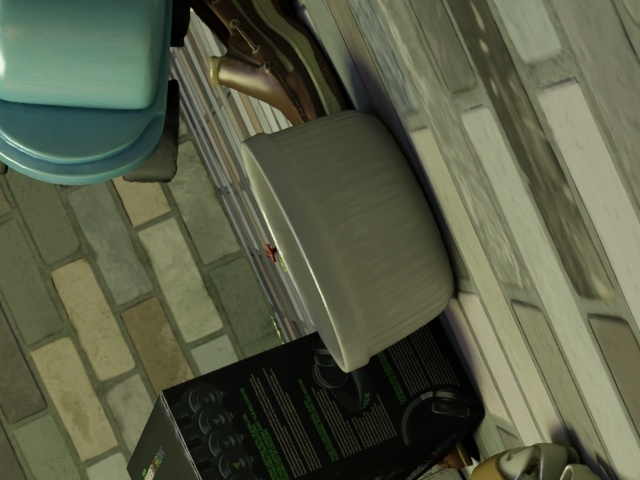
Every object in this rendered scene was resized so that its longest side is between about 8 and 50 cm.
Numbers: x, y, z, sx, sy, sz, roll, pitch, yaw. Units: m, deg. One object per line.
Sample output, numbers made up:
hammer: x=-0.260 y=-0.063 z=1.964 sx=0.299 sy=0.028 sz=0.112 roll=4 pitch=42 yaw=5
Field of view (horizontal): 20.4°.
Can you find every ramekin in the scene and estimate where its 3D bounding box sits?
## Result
ramekin: x=0.025 y=-0.008 z=1.444 sx=0.207 sy=0.109 sz=0.207 roll=155 pitch=90 yaw=-84

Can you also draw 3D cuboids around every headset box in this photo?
headset box: x=-0.031 y=0.187 z=1.631 sx=0.131 sy=0.283 sz=0.246 roll=64 pitch=158 yaw=15

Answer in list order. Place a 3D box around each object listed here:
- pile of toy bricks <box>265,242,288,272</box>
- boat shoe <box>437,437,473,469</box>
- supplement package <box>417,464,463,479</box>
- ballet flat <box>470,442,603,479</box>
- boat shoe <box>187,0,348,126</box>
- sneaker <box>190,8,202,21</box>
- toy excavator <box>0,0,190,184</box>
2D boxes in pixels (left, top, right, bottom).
pile of toy bricks: x=0.000 y=0.000 z=1.713 sx=0.212 sy=0.105 sz=0.118 roll=72 pitch=171 yaw=-47
boat shoe: x=0.108 y=0.199 z=1.782 sx=0.178 sy=0.060 sz=0.064 roll=-144 pitch=30 yaw=-78
supplement package: x=0.028 y=0.319 z=1.989 sx=0.204 sy=0.262 sz=0.145 roll=75 pitch=169 yaw=-58
ballet flat: x=0.167 y=0.178 z=1.214 sx=0.232 sy=0.080 sz=0.073 roll=-134 pitch=48 yaw=-66
boat shoe: x=-0.053 y=-0.157 z=1.597 sx=0.095 sy=0.095 sz=0.257 roll=74 pitch=170 yaw=-55
sneaker: x=-0.101 y=-0.253 z=1.894 sx=0.076 sy=0.065 sz=0.166 roll=49 pitch=177 yaw=1
toy excavator: x=-0.213 y=-0.281 z=1.609 sx=0.445 sy=0.222 sz=0.432 roll=141 pitch=133 yaw=-77
